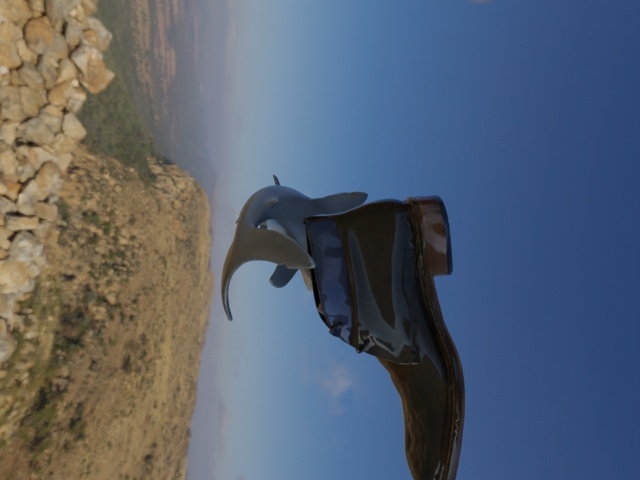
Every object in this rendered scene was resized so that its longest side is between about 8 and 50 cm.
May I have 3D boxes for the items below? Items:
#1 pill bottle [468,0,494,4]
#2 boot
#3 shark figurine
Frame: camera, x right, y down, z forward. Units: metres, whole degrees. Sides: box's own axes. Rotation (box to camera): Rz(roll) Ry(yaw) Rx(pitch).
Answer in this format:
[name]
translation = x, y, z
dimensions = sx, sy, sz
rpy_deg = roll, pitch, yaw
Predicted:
[pill bottle]
translation = 0.020, -0.384, 0.404
dimensions = 0.229, 0.407, 0.229
rpy_deg = -161, -90, -80
[boot]
translation = 0.043, 0.075, 0.370
dimensions = 0.082, 0.106, 0.220
rpy_deg = 106, -17, -77
[shark figurine]
translation = -0.010, -0.019, 0.478
dimensions = 0.278, 0.116, 0.166
rpy_deg = 26, 49, -72
